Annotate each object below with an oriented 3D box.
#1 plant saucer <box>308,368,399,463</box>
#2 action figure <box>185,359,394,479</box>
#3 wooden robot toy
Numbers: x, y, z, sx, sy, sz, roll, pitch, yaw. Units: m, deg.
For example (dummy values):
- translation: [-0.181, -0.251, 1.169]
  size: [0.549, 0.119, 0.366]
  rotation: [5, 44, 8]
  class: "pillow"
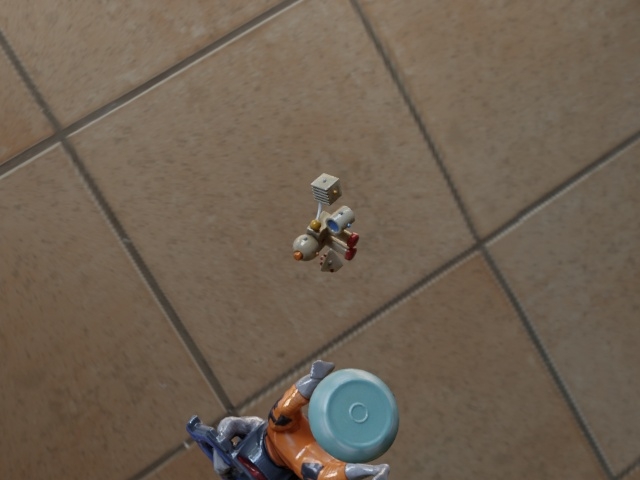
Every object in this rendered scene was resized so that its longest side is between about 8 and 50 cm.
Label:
- translation: [0.045, 0.215, 1.378]
  size: [0.119, 0.021, 0.119]
  rotation: [6, 70, -15]
  class: "plant saucer"
- translation: [-0.017, 0.346, 1.674]
  size: [0.341, 0.330, 0.178]
  rotation: [53, 47, -6]
  class: "action figure"
- translation: [0.000, 0.000, 1.472]
  size: [0.076, 0.173, 0.079]
  rotation: [33, 53, 23]
  class: "wooden robot toy"
